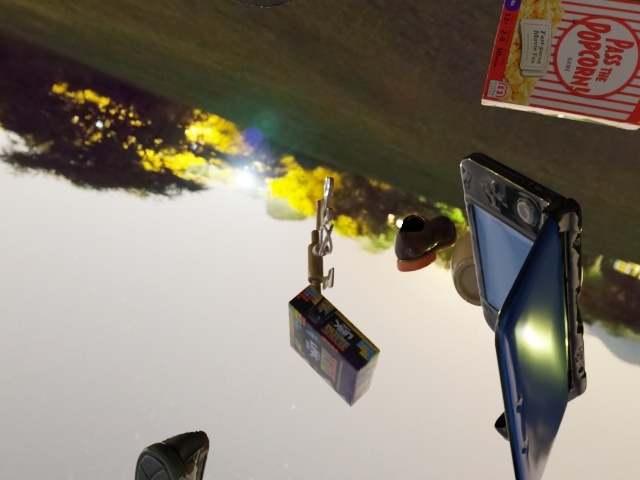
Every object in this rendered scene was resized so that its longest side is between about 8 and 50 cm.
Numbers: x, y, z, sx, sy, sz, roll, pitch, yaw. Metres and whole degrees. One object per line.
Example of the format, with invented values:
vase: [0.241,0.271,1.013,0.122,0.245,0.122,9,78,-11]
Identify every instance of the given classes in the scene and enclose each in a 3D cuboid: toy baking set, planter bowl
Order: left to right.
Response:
toy baking set: [-0.001,0.003,1.120,0.030,0.196,0.256,3,-128,-5]
planter bowl: [0.314,0.061,1.222,0.162,0.162,0.109,26,-148,23]

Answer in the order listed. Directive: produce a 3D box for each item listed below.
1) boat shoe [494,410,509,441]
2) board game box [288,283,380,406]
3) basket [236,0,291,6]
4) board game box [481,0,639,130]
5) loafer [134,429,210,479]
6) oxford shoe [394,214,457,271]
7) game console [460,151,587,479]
boat shoe: [0.335,0.261,1.036,0.040,0.142,0.049,38,-179,-24]
board game box: [0.015,0.160,0.955,0.141,0.048,0.170,43,157,22]
basket: [-0.122,-0.531,1.064,0.204,0.154,0.227,31,163,13]
board game box: [0.315,-0.229,0.809,0.194,0.146,0.045,12,-176,13]
loafer: [-0.190,0.358,0.820,0.096,0.267,0.084,29,-153,27]
oxford shoe: [0.241,-0.020,1.456,0.097,0.098,0.271,-9,-165,29]
game console: [0.198,0.090,0.722,0.250,0.173,0.293,45,158,52]
